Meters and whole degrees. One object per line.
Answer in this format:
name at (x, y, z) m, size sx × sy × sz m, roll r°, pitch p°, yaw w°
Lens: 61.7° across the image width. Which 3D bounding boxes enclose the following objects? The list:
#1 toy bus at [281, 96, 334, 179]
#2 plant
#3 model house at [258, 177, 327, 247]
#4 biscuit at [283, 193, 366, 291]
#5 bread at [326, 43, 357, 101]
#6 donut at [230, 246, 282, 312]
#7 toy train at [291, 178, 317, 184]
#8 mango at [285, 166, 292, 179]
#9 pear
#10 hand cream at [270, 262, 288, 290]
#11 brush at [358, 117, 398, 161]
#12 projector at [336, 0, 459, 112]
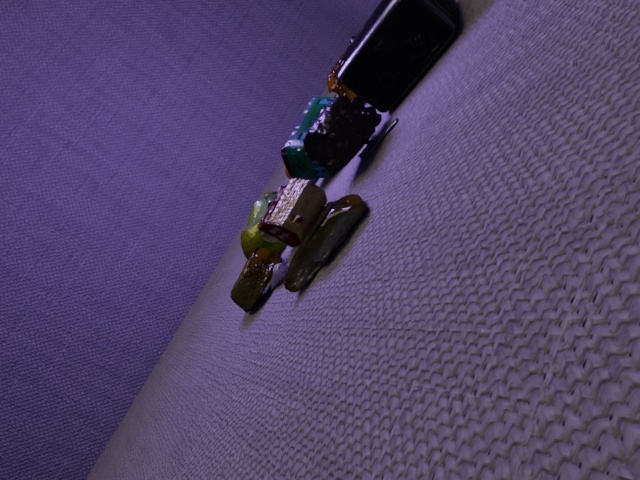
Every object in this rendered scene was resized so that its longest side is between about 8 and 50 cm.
toy bus at (0.007, -0.402, 2.112) m, size 0.200 × 0.183 × 0.343 m, roll 7°, pitch 54°, yaw 26°
plant at (0.079, -0.366, 1.742) m, size 0.276 × 0.199 × 0.188 m, roll -55°, pitch 8°, yaw -35°
model house at (-0.082, -0.098, 1.848) m, size 0.195 × 0.160 × 0.254 m, roll -61°, pitch 16°, yaw -14°
biscuit at (0.000, 0.000, 1.521) m, size 0.335 × 0.078 × 0.329 m, roll -57°, pitch 10°, yaw -11°
bread at (0.186, -0.763, 2.335) m, size 0.337 × 0.204 × 0.358 m, roll -45°, pitch 14°, yaw 48°
donut at (-0.241, 0.130, 1.946) m, size 0.272 × 0.107 × 0.272 m, roll -57°, pitch 6°, yaw 10°
toy train at (-0.091, -0.230, 2.310) m, size 0.409 × 0.086 × 0.089 m, roll -54°, pitch 16°, yaw 9°
mango at (-0.058, -0.380, 2.439) m, size 0.289 × 0.129 × 0.146 m, roll -62°, pitch -4°, yaw -27°
pear at (-0.230, -0.028, 2.163) m, size 0.286 × 0.176 × 0.281 m, roll -35°, pitch 28°, yaw 59°
hand cream at (-0.138, 0.115, 1.804) m, size 0.084 × 0.053 × 0.142 m, roll -63°, pitch 0°, yaw -26°
brush at (0.184, -0.329, 1.725) m, size 0.178 × 0.030 × 0.033 m, roll -49°, pitch 6°, yaw 29°
projector at (0.263, -0.702, 1.846) m, size 0.395 × 0.242 × 0.405 m, roll -48°, pitch 15°, yaw 35°
